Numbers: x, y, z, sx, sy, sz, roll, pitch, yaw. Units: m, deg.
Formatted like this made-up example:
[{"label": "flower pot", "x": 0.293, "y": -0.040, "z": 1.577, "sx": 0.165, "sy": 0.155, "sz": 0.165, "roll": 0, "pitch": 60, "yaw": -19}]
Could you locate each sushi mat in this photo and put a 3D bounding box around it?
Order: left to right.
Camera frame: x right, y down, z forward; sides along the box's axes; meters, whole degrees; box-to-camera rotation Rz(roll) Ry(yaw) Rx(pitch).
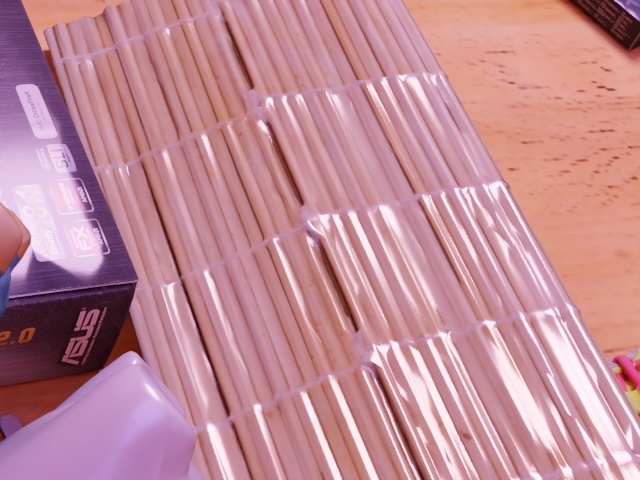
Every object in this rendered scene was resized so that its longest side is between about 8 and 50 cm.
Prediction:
[{"label": "sushi mat", "x": 0.000, "y": 0.000, "z": 0.546, "sx": 0.151, "sy": 0.019, "sz": 0.316, "roll": -16, "pitch": 49, "yaw": -8}]

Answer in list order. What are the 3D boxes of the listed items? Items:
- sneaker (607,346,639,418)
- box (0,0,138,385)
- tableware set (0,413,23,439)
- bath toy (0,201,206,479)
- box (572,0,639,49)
[{"label": "sneaker", "x": 0.107, "y": 0.069, "z": 0.535, "sx": 0.208, "sy": 0.094, "sz": 0.081, "roll": -2, "pitch": 53, "yaw": -24}, {"label": "box", "x": -0.190, "y": -0.047, "z": 0.528, "sx": 0.183, "sy": 0.056, "sz": 0.231, "roll": -6, "pitch": 53, "yaw": -30}, {"label": "tableware set", "x": -0.109, "y": 0.115, "z": 0.442, "sx": 0.104, "sy": 0.024, "sz": 0.154, "roll": -10, "pitch": 56, "yaw": -32}, {"label": "bath toy", "x": -0.021, "y": 0.149, "z": 0.360, "sx": 0.129, "sy": 0.151, "sz": 0.348, "roll": -42, "pitch": 88, "yaw": -8}, {"label": "box", "x": 0.159, "y": -0.145, "z": 0.807, "sx": 0.083, "sy": 0.018, "sz": 0.067, "roll": 45, "pitch": 47, "yaw": 17}]
